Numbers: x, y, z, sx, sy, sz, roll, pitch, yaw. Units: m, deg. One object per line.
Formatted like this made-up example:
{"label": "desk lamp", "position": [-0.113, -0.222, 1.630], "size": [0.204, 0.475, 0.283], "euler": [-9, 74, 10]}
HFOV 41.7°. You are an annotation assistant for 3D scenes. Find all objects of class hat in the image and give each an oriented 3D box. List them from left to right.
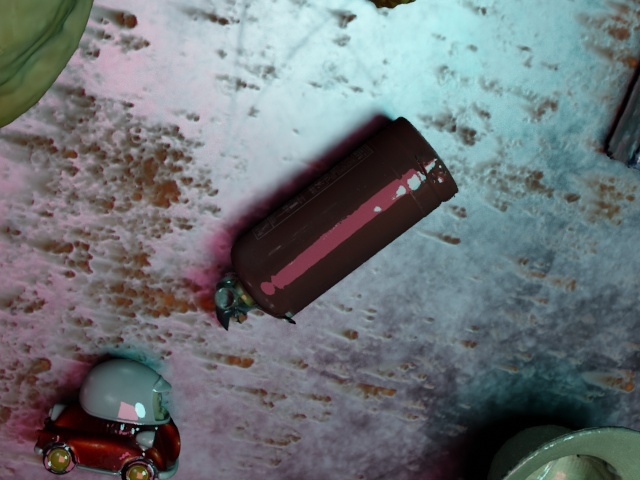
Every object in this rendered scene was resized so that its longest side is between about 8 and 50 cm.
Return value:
{"label": "hat", "position": [0.270, 0.291, 0.966], "size": [0.257, 0.130, 0.257], "euler": [-4, 111, -11]}

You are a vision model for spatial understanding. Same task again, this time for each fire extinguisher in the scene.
{"label": "fire extinguisher", "position": [0.000, 0.000, 0.812], "size": [0.269, 0.105, 0.105], "euler": [-38, 115, 2]}

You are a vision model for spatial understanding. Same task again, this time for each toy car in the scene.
{"label": "toy car", "position": [-0.202, 0.172, 0.827], "size": [0.139, 0.112, 0.112], "euler": [9, 93, -7]}

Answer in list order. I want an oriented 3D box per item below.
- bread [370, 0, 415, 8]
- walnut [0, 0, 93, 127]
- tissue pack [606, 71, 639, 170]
{"label": "bread", "position": [0.039, -0.281, 0.681], "size": [0.158, 0.149, 0.143], "euler": [29, 98, -22]}
{"label": "walnut", "position": [-0.312, -0.193, 0.543], "size": [0.343, 0.306, 0.306], "euler": [-14, 114, -18]}
{"label": "tissue pack", "position": [0.435, -0.131, 0.875], "size": [0.235, 0.073, 0.174], "euler": [14, 108, -18]}
